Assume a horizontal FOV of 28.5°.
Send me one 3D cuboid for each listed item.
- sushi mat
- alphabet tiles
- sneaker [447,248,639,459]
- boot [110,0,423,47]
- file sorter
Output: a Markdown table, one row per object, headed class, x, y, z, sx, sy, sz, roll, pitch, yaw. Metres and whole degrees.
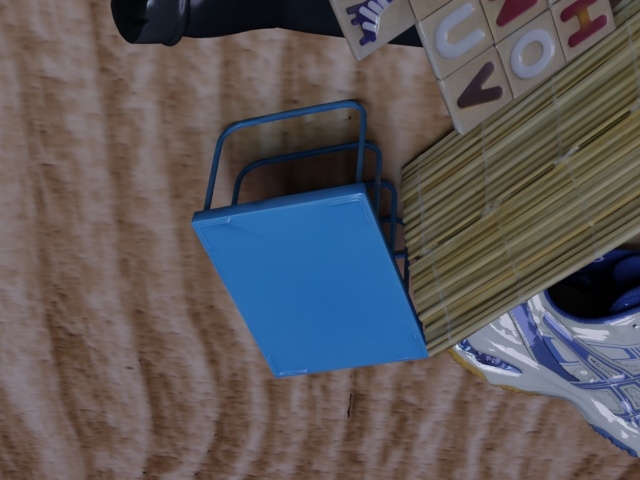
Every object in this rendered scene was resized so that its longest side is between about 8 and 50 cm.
| class | x | y | z | sx | sy | sz | roll | pitch | yaw |
| --- | --- | --- | --- | --- | --- | --- | --- | --- | --- |
| sushi mat | 0.155 | -0.054 | 0.765 | 0.019 | 0.151 | 0.316 | 13 | 146 | -33 |
| alphabet tiles | 0.084 | -0.179 | 0.665 | 0.198 | 0.009 | 0.237 | -35 | 126 | -12 |
| sneaker | 0.239 | 0.079 | 0.949 | 0.296 | 0.112 | 0.131 | 20 | 135 | -16 |
| boot | -0.001 | -0.218 | 0.662 | 0.207 | 0.094 | 0.246 | -7 | 119 | -27 |
| file sorter | 0.000 | 0.000 | 0.896 | 0.118 | 0.104 | 0.170 | -10 | 135 | 15 |
